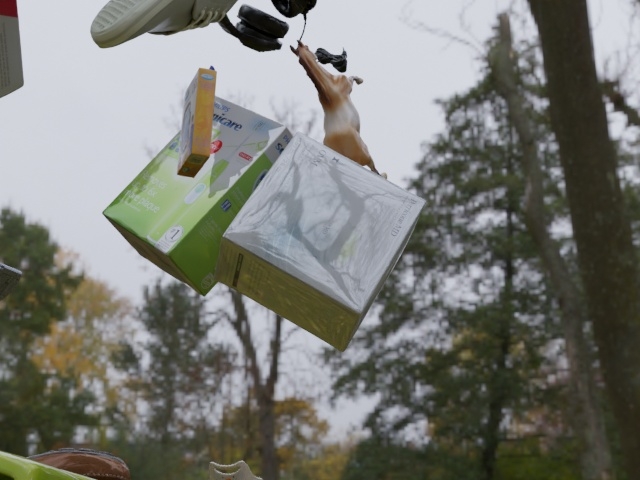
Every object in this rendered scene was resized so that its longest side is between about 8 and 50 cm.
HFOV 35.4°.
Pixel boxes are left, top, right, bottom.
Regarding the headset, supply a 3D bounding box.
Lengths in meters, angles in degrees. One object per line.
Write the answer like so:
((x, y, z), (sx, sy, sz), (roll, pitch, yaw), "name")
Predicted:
((-0.087, -0.530, 2.326), (0.185, 0.243, 0.394), (37, -3, 45), "headset")

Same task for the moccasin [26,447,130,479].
((-0.542, 0.476, 1.860), (0.380, 0.147, 0.139), (-1, -37, -27), "moccasin")

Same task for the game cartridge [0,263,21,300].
((-0.662, 0.088, 2.086), (0.056, 0.017, 0.083), (31, -69, -33), "game cartridge")

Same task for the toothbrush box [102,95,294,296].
((-0.182, -0.079, 1.643), (0.206, 0.283, 0.122), (29, -20, 43), "toothbrush box")

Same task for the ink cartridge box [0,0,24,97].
((-0.488, -0.221, 1.095), (0.131, 0.306, 0.226), (35, -42, 21), "ink cartridge box")

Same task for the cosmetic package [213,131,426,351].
((0.000, 0.000, 1.470), (0.224, 0.224, 0.138), (29, -31, 5), "cosmetic package")

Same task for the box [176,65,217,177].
((-0.159, -0.158, 1.291), (0.028, 0.136, 0.081), (7, -19, -20), "box")

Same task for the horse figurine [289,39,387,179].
((0.039, -0.177, 1.576), (0.066, 0.263, 0.174), (-15, -11, 22), "horse figurine")

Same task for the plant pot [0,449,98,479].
((-0.338, 0.313, 0.979), (0.228, 0.227, 0.207), (8, -13, 22), "plant pot")

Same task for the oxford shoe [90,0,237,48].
((-0.223, -0.410, 1.683), (0.169, 0.449, 0.130), (-9, -62, 29), "oxford shoe")

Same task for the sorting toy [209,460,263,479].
((-0.126, 0.343, 1.426), (0.083, 0.045, 0.075), (-5, -63, 12), "sorting toy")
